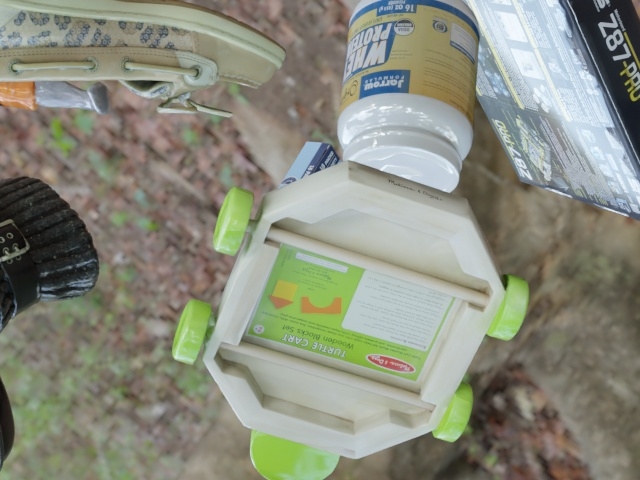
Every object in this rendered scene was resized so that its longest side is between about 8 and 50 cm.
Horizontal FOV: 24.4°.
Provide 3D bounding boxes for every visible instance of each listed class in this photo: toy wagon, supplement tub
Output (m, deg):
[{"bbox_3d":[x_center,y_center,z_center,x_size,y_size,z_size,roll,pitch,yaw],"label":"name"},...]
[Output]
[{"bbox_3d":[0.009,0.096,1.291,0.267,0.068,0.344,18,119,-10],"label":"toy wagon"},{"bbox_3d":[0.094,-0.156,1.581,0.144,0.199,0.144,5,153,3],"label":"supplement tub"}]

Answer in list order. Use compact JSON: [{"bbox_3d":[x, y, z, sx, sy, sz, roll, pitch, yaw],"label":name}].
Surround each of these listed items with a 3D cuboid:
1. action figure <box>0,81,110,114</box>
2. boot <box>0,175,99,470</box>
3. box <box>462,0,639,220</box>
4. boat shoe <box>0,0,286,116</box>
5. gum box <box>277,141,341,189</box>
[{"bbox_3d":[-0.327,-0.113,1.221,0.178,0.330,0.341,-15,-89,-79],"label":"action figure"},{"bbox_3d":[-0.340,0.082,1.567,0.131,0.260,0.348,-42,68,37],"label":"boot"},{"bbox_3d":[0.298,-0.218,1.882,0.318,0.097,0.395,21,148,57],"label":"box"},{"bbox_3d":[-0.153,-0.139,1.080,0.285,0.089,0.105,8,-174,-37],"label":"boat shoe"},{"bbox_3d":[0.000,0.000,1.786,0.041,0.157,0.184,9,147,37],"label":"gum box"}]
